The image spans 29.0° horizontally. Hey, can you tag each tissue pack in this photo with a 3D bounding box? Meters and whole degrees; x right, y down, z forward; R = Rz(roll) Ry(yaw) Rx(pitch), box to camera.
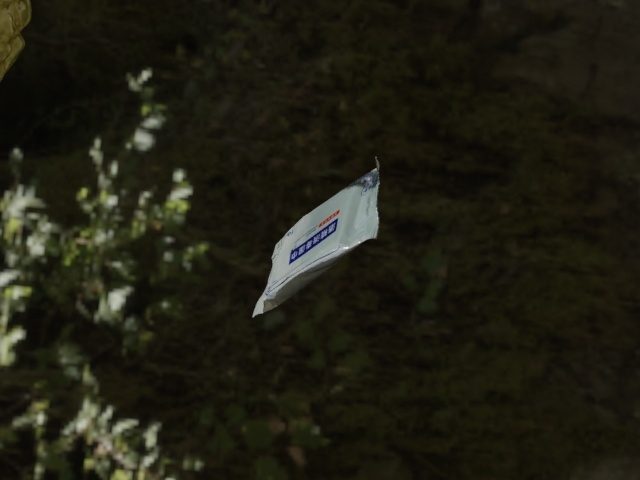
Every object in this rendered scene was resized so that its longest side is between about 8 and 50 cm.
[{"bbox_3d":[0.000,0.000,1.343,0.193,0.026,0.123,-37,25,36],"label":"tissue pack"}]

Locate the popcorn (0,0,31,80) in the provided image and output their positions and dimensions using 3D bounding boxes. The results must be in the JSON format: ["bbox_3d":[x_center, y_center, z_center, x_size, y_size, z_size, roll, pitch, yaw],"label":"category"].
[{"bbox_3d":[-0.362,-0.215,1.050,0.217,0.235,0.181,-44,-26,-69],"label":"popcorn"}]
